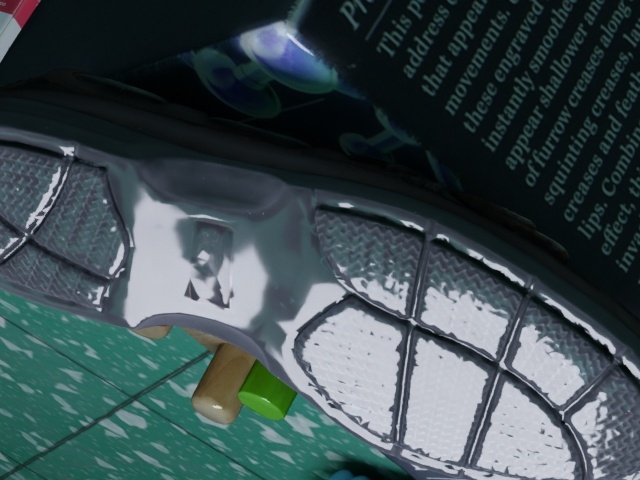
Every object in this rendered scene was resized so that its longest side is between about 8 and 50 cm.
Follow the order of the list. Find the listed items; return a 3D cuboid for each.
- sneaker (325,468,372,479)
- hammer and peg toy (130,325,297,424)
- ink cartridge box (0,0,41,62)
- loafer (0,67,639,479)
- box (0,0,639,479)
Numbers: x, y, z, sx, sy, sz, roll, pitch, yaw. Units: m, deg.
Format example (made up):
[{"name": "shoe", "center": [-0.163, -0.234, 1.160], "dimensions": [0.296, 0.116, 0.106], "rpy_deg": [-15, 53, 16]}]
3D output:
[{"name": "sneaker", "center": [0.075, 0.312, 1.814], "dimensions": [0.208, 0.127, 0.319], "rpy_deg": [14, 144, 27]}, {"name": "hammer and peg toy", "center": [-0.099, 0.018, 1.378], "dimensions": [0.266, 0.127, 0.361], "rpy_deg": [41, 155, -28]}, {"name": "ink cartridge box", "center": [-0.221, -0.086, 1.269], "dimensions": [0.063, 0.150, 0.109], "rpy_deg": [18, 155, 24]}, {"name": "loafer", "center": [0.000, 0.000, 0.759], "dimensions": [0.302, 0.095, 0.109], "rpy_deg": [20, 126, 10]}, {"name": "box", "center": [0.090, -0.035, 0.938], "dimensions": [0.395, 0.212, 0.293], "rpy_deg": [40, 156, -23]}]
